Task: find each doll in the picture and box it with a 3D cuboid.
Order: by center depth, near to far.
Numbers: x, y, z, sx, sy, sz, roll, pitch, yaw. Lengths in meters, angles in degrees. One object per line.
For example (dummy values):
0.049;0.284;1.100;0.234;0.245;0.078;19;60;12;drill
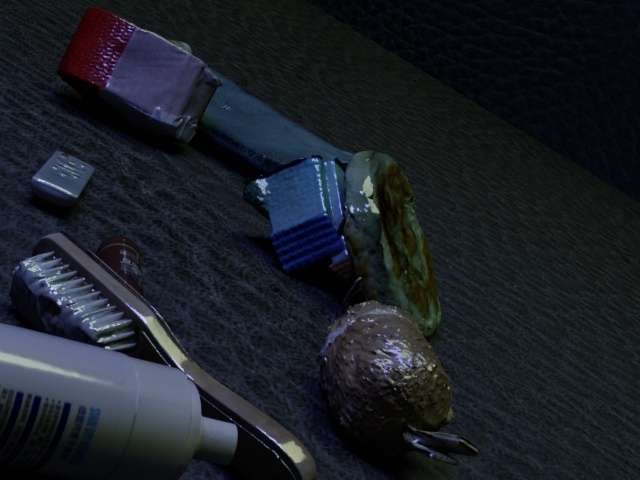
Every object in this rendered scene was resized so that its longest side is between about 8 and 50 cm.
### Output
0.058;0.129;1.196;0.221;0.105;0.115;-113;179;-57;doll

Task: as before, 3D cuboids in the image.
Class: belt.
-0.240;-0.205;1.796;0.201;0.124;0.128;28;-5;-13;belt

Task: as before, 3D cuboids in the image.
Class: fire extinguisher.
-0.176;0.043;1.206;0.158;0.043;0.064;-111;178;-68;fire extinguisher

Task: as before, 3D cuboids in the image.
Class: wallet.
-0.133;-0.175;1.949;0.379;0.046;0.191;32;28;26;wallet

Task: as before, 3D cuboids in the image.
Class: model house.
0.000;0.000;1.568;0.148;0.119;0.148;46;25;-54;model house

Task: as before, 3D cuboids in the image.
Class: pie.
0.082;0.009;1.556;0.240;0.054;0.240;-17;90;-73;pie

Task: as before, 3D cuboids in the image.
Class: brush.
-0.134;0.101;1.055;0.327;0.070;0.065;36;36;28;brush

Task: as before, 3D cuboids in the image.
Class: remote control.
-0.271;-0.063;1.446;0.050;0.027;0.184;26;10;-8;remote control

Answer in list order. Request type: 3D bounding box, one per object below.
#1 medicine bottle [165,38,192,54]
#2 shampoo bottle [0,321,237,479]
-0.253;-0.309;2.268;0.047;0.047;0.083;33;17;25;medicine bottle
-0.187;0.102;0.885;0.303;0.092;0.092;17;18;-30;shampoo bottle
